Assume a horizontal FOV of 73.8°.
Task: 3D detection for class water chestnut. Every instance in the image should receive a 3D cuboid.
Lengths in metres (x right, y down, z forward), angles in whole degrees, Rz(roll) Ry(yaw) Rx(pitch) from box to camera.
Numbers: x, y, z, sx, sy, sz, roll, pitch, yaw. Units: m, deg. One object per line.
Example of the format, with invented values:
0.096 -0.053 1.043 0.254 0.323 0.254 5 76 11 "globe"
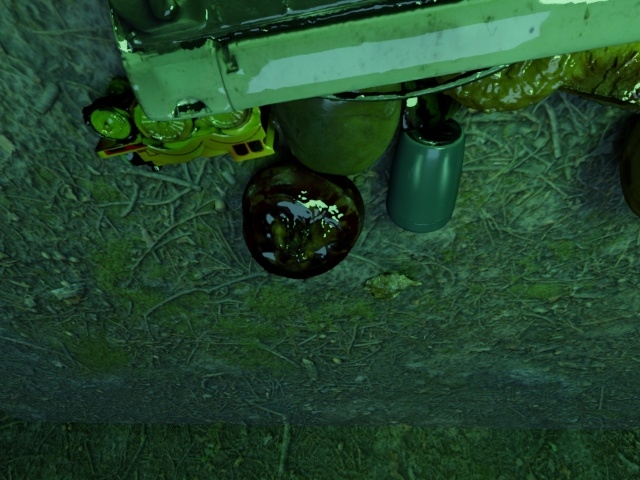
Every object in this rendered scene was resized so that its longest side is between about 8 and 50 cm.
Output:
-0.039 -0.033 0.741 0.223 0.238 0.224 5 128 6 "water chestnut"

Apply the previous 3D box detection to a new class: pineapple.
0.412 -0.238 0.555 0.164 0.249 0.140 -4 118 -45 "pineapple"

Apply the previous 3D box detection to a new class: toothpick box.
0.176 -0.112 0.712 0.120 0.121 0.184 1 139 3 "toothpick box"

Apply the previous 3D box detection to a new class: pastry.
0.225 -0.249 0.509 0.188 0.103 0.189 13 123 21 "pastry"

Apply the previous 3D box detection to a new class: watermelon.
0.157 -0.214 0.635 0.135 0.126 0.094 0 176 -31 "watermelon"

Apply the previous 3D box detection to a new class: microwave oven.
0.045 -0.276 0.320 0.393 0.247 0.334 -6 108 10 "microwave oven"

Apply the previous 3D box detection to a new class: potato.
0.016 -0.196 0.594 0.197 0.149 0.228 32 145 6 "potato"

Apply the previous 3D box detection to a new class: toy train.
-0.213 -0.184 0.659 0.295 0.101 0.161 -8 142 13 "toy train"

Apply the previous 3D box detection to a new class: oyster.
0.178 0.117 1.067 0.145 0.045 0.122 -5 155 11 "oyster"

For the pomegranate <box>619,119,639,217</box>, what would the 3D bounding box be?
0.568 -0.114 0.622 0.215 0.216 0.215 2 141 1 "pomegranate"
